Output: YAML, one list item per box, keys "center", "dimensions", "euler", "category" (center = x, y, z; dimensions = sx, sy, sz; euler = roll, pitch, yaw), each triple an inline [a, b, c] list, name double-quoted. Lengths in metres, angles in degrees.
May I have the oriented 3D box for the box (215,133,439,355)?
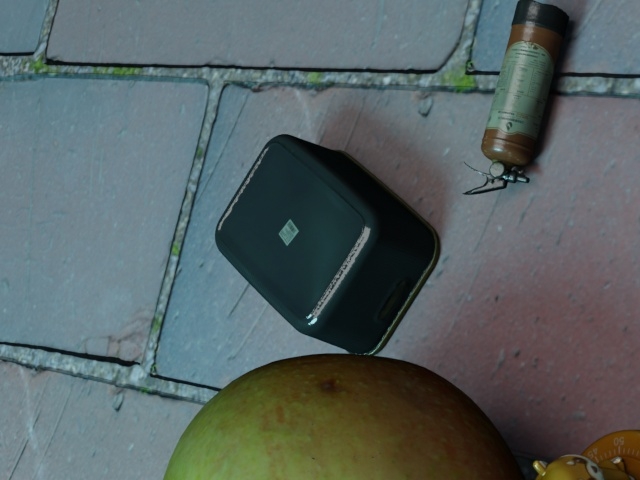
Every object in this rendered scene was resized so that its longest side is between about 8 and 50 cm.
- center: [0.000, 0.000, 1.701]
  dimensions: [0.144, 0.090, 0.201]
  euler: [-57, 45, 12]
  category: "box"

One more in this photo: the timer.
- center: [0.215, 0.195, 1.373]
  dimensions: [0.132, 0.152, 0.132]
  euler: [-17, 64, 40]
  category: "timer"

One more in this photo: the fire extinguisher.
- center: [0.170, -0.120, 1.604]
  dimensions: [0.062, 0.050, 0.177]
  euler: [14, 84, 20]
  category: "fire extinguisher"

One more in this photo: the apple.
- center: [0.016, 0.233, 1.445]
  dimensions: [0.319, 0.319, 0.277]
  euler: [-35, 56, 31]
  category: "apple"
